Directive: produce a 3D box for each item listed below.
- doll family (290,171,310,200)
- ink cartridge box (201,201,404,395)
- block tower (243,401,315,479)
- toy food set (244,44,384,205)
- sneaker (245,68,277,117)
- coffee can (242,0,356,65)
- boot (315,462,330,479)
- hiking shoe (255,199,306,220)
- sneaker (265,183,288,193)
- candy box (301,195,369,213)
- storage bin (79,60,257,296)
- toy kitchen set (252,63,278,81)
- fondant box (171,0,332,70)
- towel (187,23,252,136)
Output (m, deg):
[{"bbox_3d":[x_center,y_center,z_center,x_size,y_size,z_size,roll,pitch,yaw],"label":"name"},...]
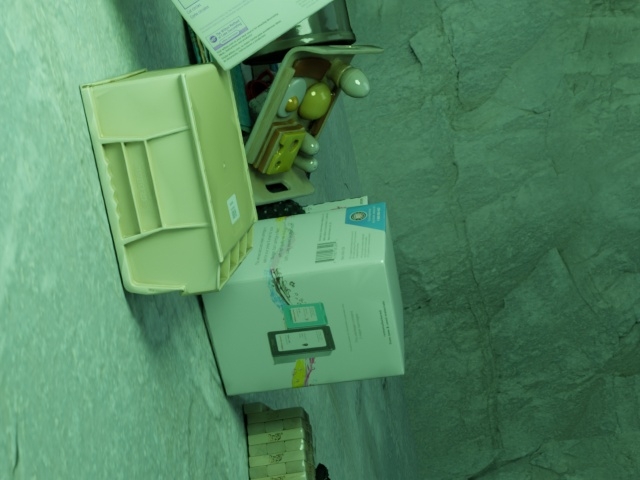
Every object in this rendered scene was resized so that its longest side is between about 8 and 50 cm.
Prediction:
[{"bbox_3d":[-0.048,-0.161,2.553,0.193,0.076,0.111,-96,-168,-52],"label":"doll family"},{"bbox_3d":[-0.022,0.086,1.828,0.198,0.270,0.197,-82,163,-62],"label":"ink cartridge box"},{"bbox_3d":[-0.052,0.416,1.885,0.091,0.097,0.336,59,22,-70],"label":"block tower"},{"bbox_3d":[-0.013,-0.204,2.128,0.219,0.092,0.306,-16,136,-57],"label":"toy food set"},{"bbox_3d":[-0.062,-0.280,2.357,0.145,0.090,0.270,50,26,-16],"label":"sneaker"},{"bbox_3d":[-0.064,-0.458,2.117,0.201,0.201,0.275,-24,103,-81],"label":"coffee can"},{"bbox_3d":[-0.033,0.416,1.986,0.121,0.099,0.045,-87,164,-54],"label":"boot"},{"bbox_3d":[-0.083,0.039,2.138,0.304,0.113,0.132,-98,-156,-52],"label":"hiking shoe"},{"bbox_3d":[-0.069,-0.130,2.364,0.235,0.084,0.097,-85,166,-56],"label":"sneaker"},{"bbox_3d":[0.000,0.000,2.304,0.165,0.196,0.070,-87,166,-56],"label":"candy box"},{"bbox_3d":[-0.173,-0.083,1.506,0.262,0.123,0.260,-62,143,-77],"label":"storage bin"},{"bbox_3d":[-0.066,-0.377,2.354,0.207,0.166,0.122,45,36,-75],"label":"toy kitchen set"},{"bbox_3d":[-0.114,-0.406,1.470,0.330,0.238,0.096,52,14,-28],"label":"fondant box"},{"bbox_3d":[-0.182,-0.360,2.015,0.271,0.040,0.370,6,74,-82],"label":"towel"}]
